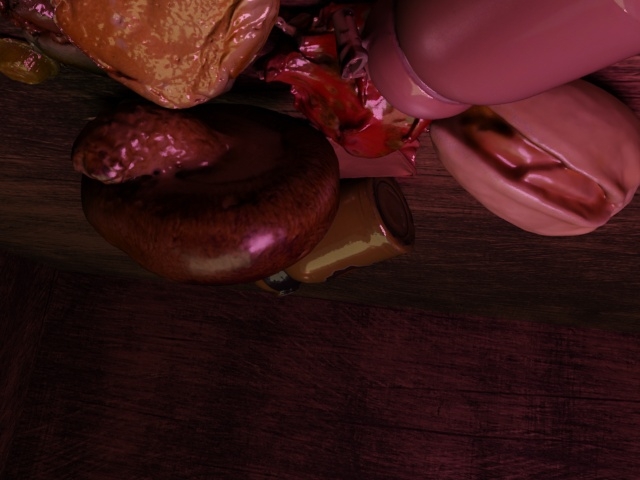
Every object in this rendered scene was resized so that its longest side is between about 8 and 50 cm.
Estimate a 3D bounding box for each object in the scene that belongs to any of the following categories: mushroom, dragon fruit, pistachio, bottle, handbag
[{"bbox_3d":[-0.141,-0.074,0.792,0.345,0.345,0.239,14,133,-18],"label":"mushroom"},{"bbox_3d":[0.018,-0.189,0.728,0.212,0.134,0.262,18,163,-22],"label":"dragon fruit"},{"bbox_3d":[0.280,-0.118,0.764,0.318,0.214,0.193,25,117,-21],"label":"pistachio"},{"bbox_3d":[0.146,-0.204,0.495,0.207,0.173,0.297,-11,180,-30],"label":"bottle"},{"bbox_3d":[0.043,-0.152,1.000,0.213,0.059,0.157,0,163,34],"label":"handbag"},{"bbox_3d":[0.000,0.000,1.199,0.351,0.171,0.171,-23,150,31],"label":"bottle"}]

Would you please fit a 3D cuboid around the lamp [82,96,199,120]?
[{"bbox_3d":[-0.313,-0.181,1.003,0.253,0.118,0.118,0,163,31],"label":"lamp"}]

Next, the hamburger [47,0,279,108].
[{"bbox_3d":[-0.138,-0.231,0.564,0.214,0.108,0.213,3,131,3],"label":"hamburger"}]

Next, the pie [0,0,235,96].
[{"bbox_3d":[-0.241,-0.247,0.761,0.275,0.105,0.257,14,179,-16],"label":"pie"}]

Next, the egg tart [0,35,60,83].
[{"bbox_3d":[-0.446,-0.265,0.901,0.105,0.039,0.105,10,167,2],"label":"egg tart"}]
